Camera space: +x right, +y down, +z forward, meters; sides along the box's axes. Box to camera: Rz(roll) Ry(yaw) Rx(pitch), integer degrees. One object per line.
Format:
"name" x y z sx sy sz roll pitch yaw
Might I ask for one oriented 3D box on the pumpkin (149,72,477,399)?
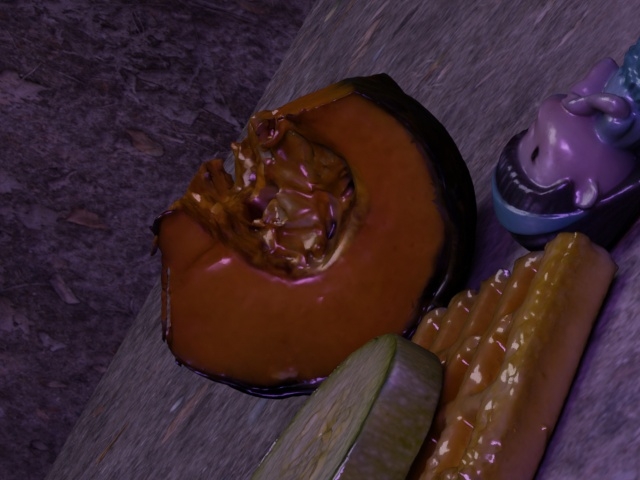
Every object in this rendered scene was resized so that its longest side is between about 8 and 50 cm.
"pumpkin" 0.000 0.000 1.572 0.303 0.256 0.225 -28 13 12

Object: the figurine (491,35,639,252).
"figurine" 0.225 -0.087 1.273 0.245 0.110 0.138 -46 5 28

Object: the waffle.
"waffle" 0.106 0.122 1.275 0.221 0.055 0.248 -62 13 -27

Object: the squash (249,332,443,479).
"squash" -0.002 0.177 1.299 0.252 0.049 0.252 -53 11 15
